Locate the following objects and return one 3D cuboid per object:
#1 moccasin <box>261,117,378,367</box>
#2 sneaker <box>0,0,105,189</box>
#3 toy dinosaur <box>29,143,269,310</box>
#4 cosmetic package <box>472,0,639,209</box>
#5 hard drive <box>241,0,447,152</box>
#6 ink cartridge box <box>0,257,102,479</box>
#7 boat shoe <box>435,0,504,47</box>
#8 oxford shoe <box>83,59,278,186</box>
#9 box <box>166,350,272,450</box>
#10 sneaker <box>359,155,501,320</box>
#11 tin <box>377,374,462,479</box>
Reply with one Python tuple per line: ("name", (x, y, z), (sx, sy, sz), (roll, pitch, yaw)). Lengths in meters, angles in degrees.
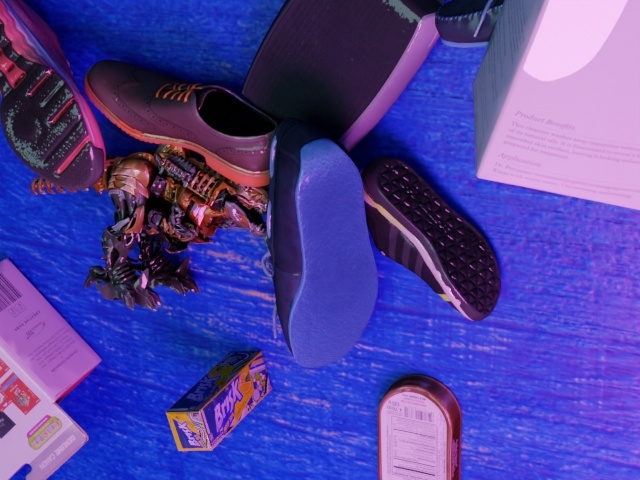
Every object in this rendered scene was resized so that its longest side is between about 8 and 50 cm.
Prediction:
("moccasin", (0.000, 0.000, 1.625), (0.117, 0.137, 0.342), (53, 149, 43))
("sneaker", (-0.345, -0.208, 1.703), (0.116, 0.136, 0.314), (-36, 85, 26))
("toy dinosaur", (-0.211, -0.039, 1.738), (0.322, 0.164, 0.218), (16, 104, 40))
("cosmetic package", (0.295, -0.222, 1.286), (0.217, 0.156, 0.385), (12, 133, -8))
("hard drive", (0.019, -0.215, 1.561), (0.172, 0.054, 0.255), (41, 128, 3))
("ink cartridge box", (-0.470, 0.230, 1.963), (0.272, 0.130, 0.309), (48, 124, -2))
("boat shoe", (0.236, -0.277, 1.418), (0.258, 0.109, 0.089), (-17, 123, 17))
("oxford shoe", (-0.162, -0.165, 1.642), (0.271, 0.097, 0.098), (24, 148, 9))
("box", (-0.128, 0.205, 1.760), (0.054, 0.169, 0.059), (-6, 109, 29))
("sneaker", (0.119, -0.001, 1.619), (0.235, 0.084, 0.097), (52, 147, -1))
("tin", (0.124, 0.261, 1.742), (0.106, 0.040, 0.190), (10, 116, 27))
